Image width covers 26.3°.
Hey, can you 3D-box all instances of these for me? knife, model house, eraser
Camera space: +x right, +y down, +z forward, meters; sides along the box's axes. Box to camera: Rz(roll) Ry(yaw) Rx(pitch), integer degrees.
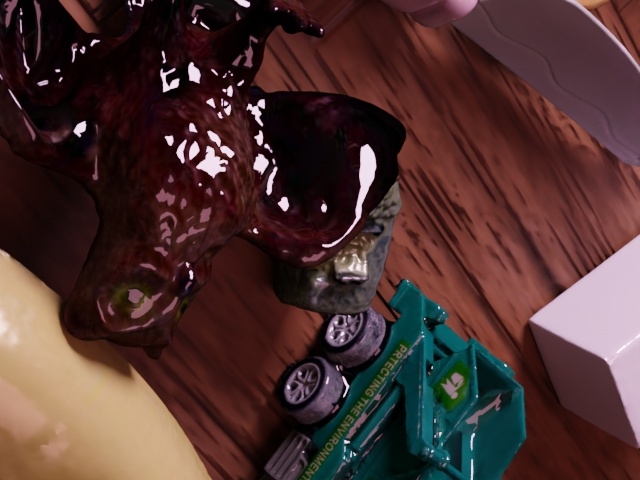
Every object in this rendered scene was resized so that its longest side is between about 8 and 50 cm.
[{"bbox_3d":[0.097,-0.119,0.718,0.336,0.081,0.043,26,63,-36],"label":"knife"},{"bbox_3d":[0.000,0.000,0.697,0.066,0.079,0.083,3,106,-30],"label":"model house"},{"bbox_3d":[0.274,0.006,0.867,0.298,0.078,0.076,-34,121,-17],"label":"eraser"}]

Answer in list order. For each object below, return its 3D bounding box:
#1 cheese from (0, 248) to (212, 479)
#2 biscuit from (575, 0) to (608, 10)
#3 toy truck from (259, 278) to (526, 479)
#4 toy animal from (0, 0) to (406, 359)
[{"bbox_3d":[-0.178,0.126,0.601,0.260,0.128,0.315,-24,110,-19],"label":"cheese"},{"bbox_3d":[0.143,-0.303,0.702,0.216,0.047,0.339,-32,118,-22],"label":"biscuit"},{"bbox_3d":[0.027,0.138,0.736,0.110,0.116,0.216,41,83,-35],"label":"toy truck"},{"bbox_3d":[-0.067,-0.042,0.608,0.219,0.116,0.179,21,90,-29],"label":"toy animal"}]
